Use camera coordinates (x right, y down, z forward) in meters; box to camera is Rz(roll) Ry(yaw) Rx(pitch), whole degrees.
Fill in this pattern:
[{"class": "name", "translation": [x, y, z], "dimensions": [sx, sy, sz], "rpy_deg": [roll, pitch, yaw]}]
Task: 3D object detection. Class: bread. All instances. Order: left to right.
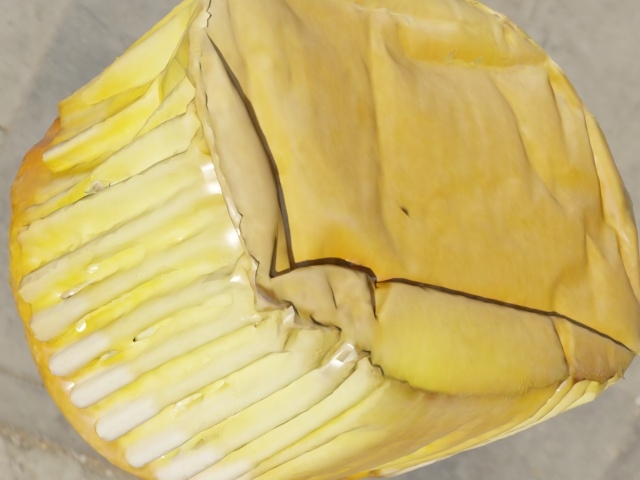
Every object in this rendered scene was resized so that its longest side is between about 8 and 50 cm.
[{"class": "bread", "translation": [0.000, 0.000, 0.707], "dimensions": [0.288, 0.156, 0.204], "rpy_deg": [-2, 72, -52]}]
